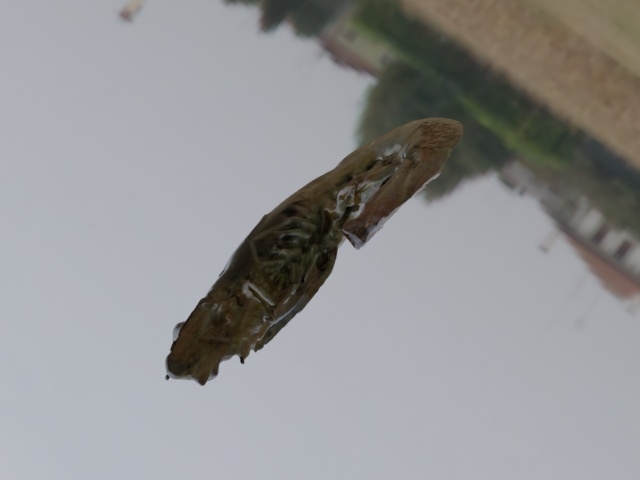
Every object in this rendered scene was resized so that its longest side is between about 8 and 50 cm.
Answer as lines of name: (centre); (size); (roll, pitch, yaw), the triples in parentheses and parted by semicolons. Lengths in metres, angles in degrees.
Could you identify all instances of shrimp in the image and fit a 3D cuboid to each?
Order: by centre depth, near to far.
shrimp: (-0.001, -0.002, 0.976); (0.052, 0.251, 0.143); (48, 140, -12)
